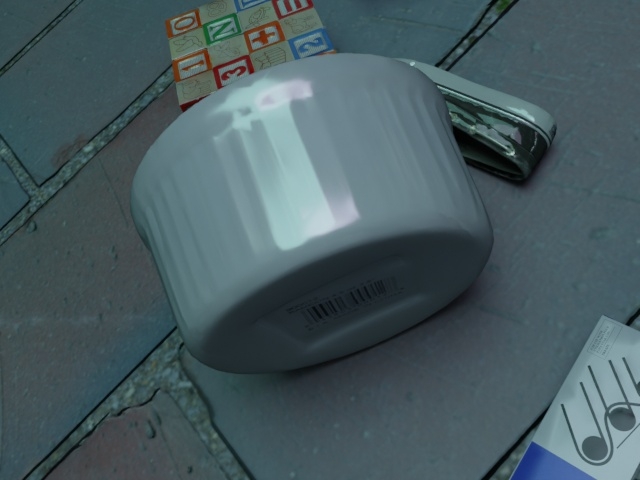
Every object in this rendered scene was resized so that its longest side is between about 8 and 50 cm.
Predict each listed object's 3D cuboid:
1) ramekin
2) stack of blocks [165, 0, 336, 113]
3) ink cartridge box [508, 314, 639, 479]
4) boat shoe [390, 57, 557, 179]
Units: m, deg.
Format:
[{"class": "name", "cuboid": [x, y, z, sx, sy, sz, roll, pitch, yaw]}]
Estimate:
[{"class": "ramekin", "cuboid": [0.000, 0.000, 0.499, 0.277, 0.277, 0.135, -25, 64, 9]}, {"class": "stack of blocks", "cuboid": [-0.060, -0.157, 0.672, 0.171, 0.087, 0.297, -20, 52, 1]}, {"class": "ink cartridge box", "cuboid": [0.205, 0.166, 0.449, 0.097, 0.046, 0.207, 27, 77, 34]}, {"class": "boat shoe", "cuboid": [0.120, -0.123, 0.624, 0.219, 0.077, 0.070, 26, 75, 30]}]
